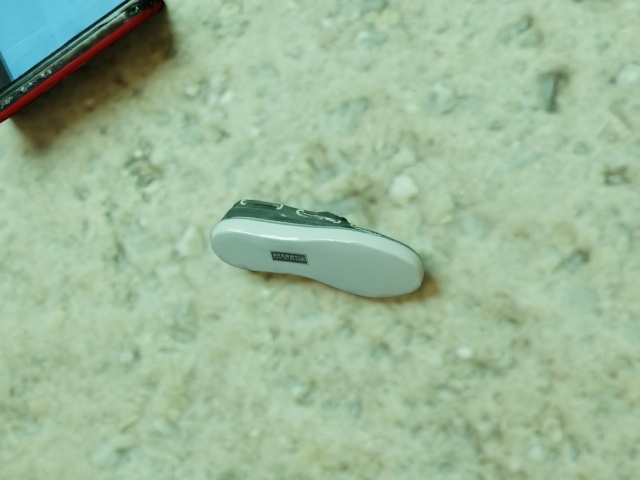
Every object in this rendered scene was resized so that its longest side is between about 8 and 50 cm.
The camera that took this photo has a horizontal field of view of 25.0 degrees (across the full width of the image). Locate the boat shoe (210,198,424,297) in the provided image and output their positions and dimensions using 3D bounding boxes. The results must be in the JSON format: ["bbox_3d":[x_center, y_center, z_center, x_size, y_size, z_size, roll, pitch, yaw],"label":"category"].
[{"bbox_3d":[0.000,0.000,0.924,0.142,0.049,0.040,10,47,15],"label":"boat shoe"}]

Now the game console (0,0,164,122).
[{"bbox_3d":[-0.190,-0.153,0.991,0.144,0.124,0.085,-34,100,12],"label":"game console"}]
